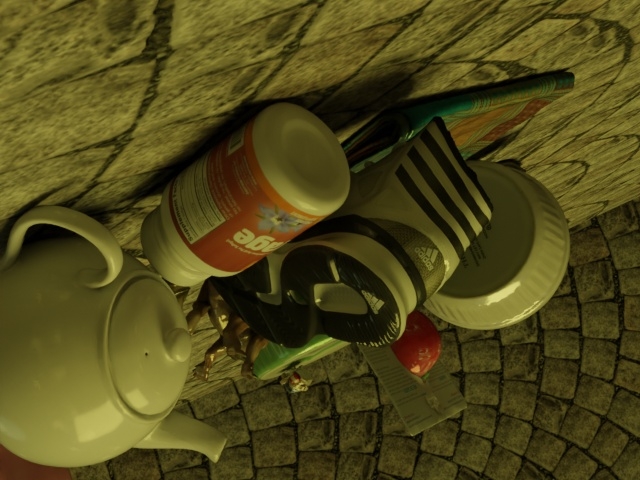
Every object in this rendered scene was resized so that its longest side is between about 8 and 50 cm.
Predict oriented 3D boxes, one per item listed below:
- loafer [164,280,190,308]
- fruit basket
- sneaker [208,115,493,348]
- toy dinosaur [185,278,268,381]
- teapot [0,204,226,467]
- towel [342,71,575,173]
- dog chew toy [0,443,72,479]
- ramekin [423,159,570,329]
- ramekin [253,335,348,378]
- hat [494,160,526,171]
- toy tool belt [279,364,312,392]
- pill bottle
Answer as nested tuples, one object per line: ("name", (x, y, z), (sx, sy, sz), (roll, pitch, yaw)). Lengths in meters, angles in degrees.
("loafer", (-0.222, 0.091, 1.819), (0.056, 0.050, 0.148), (-21, 170, -27))
("fruit basket", (0.070, 0.109, 1.756), (0.165, 0.353, 0.327), (-29, 171, 17))
("sneaker", (0.036, -0.013, 1.420), (0.257, 0.169, 0.447), (-39, -158, -24))
("toy dinosaur", (-0.124, 0.095, 1.866), (0.127, 0.200, 0.296), (11, 152, 20))
("teapot", (-0.218, 0.105, 1.248), (0.187, 0.253, 0.256), (-7, 172, 26))
("towel", (0.140, -0.124, 1.620), (0.370, 0.040, 0.271), (-17, 168, -43))
("dog chew toy", (-0.450, 0.317, 1.494), (0.206, 0.207, 0.332), (-29, 158, 20))
("ramekin", (0.243, -0.002, 1.926), (0.273, 0.273, 0.127), (-27, 160, 12))
("ramekin", (-0.026, 0.141, 2.316), (0.303, 0.148, 0.303), (-25, 171, -4))
("hat", (0.252, -0.017, 2.228), (0.331, 0.134, 0.331), (-24, 171, -4))
("toy tool belt", (-0.051, 0.266, 2.321), (0.051, 0.052, 0.083), (-36, 168, 13))
("pill bottle", (-0.082, -0.038, 1.247), (0.216, 0.121, 0.121), (-33, 168, 38))
